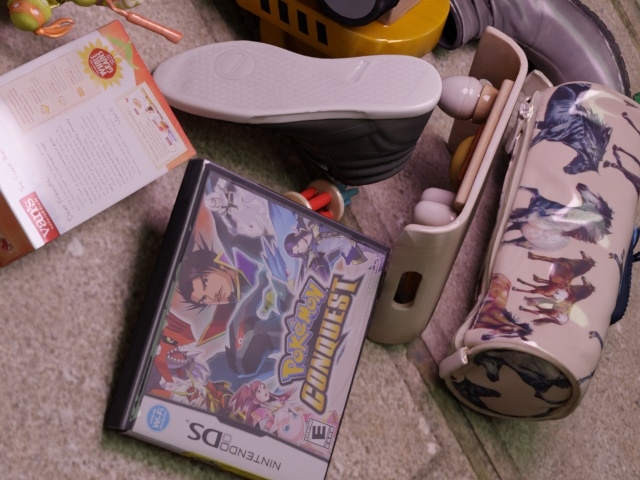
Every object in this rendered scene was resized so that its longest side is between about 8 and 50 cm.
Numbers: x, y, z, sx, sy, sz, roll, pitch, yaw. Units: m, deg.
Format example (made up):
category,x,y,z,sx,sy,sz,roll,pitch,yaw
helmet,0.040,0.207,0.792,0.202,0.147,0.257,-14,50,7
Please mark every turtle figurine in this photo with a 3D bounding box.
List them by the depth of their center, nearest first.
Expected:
category,x,y,z,sx,sy,sz,roll,pitch,yaw
turtle figurine,-0.254,-0.273,1.660,0.270,0.087,0.217,12,57,-4

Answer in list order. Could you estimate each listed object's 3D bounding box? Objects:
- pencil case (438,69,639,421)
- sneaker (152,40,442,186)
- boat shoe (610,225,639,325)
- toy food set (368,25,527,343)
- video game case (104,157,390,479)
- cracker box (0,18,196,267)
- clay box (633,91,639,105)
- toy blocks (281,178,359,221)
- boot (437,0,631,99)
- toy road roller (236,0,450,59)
category,x,y,z,sx,sy,sz,roll,pitch,yaw
pencil case,0.258,0.009,1.972,0.183,0.160,0.410,25,60,-9
sneaker,-0.027,-0.122,1.793,0.296,0.147,0.104,3,54,-1
boat shoe,0.366,-0.011,2.131,0.089,0.109,0.258,26,60,-37
toy food set,0.128,-0.058,1.870,0.092,0.219,0.306,22,54,5
video game case,-0.064,0.091,1.694,0.248,0.035,0.275,25,75,-34
cracker box,-0.246,-0.095,1.627,0.232,0.067,0.155,-35,98,-45
clay box,0.521,-0.121,2.350,0.222,0.053,0.127,17,63,-39
toy blocks,0.000,0.000,1.825,0.148,0.054,0.123,-24,90,-45
boot,0.225,-0.260,2.106,0.223,0.118,0.338,-23,79,-42
toy road roller,-0.017,-0.293,1.857,0.329,0.240,0.202,31,44,16
